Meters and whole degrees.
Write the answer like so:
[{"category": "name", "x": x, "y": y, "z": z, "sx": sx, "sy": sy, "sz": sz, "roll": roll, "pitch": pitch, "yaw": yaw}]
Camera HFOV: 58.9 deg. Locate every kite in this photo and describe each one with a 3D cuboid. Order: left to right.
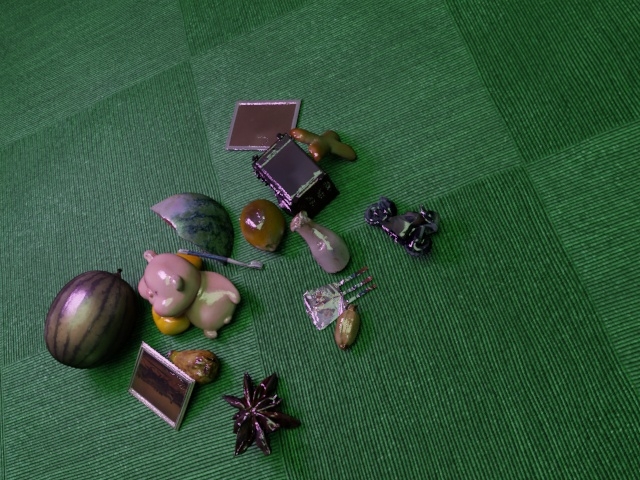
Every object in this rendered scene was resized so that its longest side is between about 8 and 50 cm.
[{"category": "kite", "x": 0.061, "y": 0.176, "z": 1.814, "sx": 0.245, "sy": 0.015, "sz": 0.141, "roll": -32, "pitch": 66, "yaw": 9}]

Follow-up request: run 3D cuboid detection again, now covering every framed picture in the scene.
[{"category": "framed picture", "x": -0.530, "y": 0.478, "z": 1.861, "sx": 0.252, "sy": 0.014, "sz": 0.197, "roll": 28, "pitch": 106, "yaw": 25}, {"category": "framed picture", "x": -0.214, "y": -0.432, "z": 2.125, "sx": 0.273, "sy": 0.016, "sz": 0.217, "roll": 5, "pitch": 72, "yaw": 20}]

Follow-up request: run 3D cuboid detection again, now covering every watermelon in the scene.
[{"category": "watermelon", "x": -0.765, "y": 0.254, "z": 1.917, "sx": 0.278, "sy": 0.279, "sz": 0.359, "roll": 21, "pitch": 77, "yaw": 24}, {"category": "watermelon", "x": -0.437, "y": -0.058, "z": 1.979, "sx": 0.176, "sy": 0.260, "sz": 0.256, "roll": -27, "pitch": 47, "yaw": 22}]

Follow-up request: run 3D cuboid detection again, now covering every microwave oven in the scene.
[{"category": "microwave oven", "x": -0.090, "y": -0.205, "z": 1.914, "sx": 0.188, "sy": 0.178, "sz": 0.247, "roll": -40, "pitch": 63, "yaw": -2}]

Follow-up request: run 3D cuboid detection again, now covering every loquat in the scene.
[{"category": "loquat", "x": -0.191, "y": -0.048, "z": 1.911, "sx": 0.152, "sy": 0.152, "sz": 0.195, "roll": -26, "pitch": 57, "yaw": 8}]

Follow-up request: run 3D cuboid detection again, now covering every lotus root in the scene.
[{"category": "lotus root", "x": -0.415, "y": 0.401, "z": 1.852, "sx": 0.190, "sy": 0.094, "sz": 0.108, "roll": 11, "pitch": 67, "yaw": 28}, {"category": "lotus root", "x": 0.083, "y": 0.265, "z": 1.749, "sx": 0.073, "sy": 0.062, "sz": 0.150, "roll": 12, "pitch": 75, "yaw": 14}]

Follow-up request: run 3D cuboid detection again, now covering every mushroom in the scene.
[{"category": "mushroom", "x": 0.000, "y": 0.000, "z": 1.830, "sx": 0.116, "sy": 0.093, "sz": 0.225, "roll": -39, "pitch": 97, "yaw": 13}]

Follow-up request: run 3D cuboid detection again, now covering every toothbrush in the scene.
[{"category": "toothbrush", "x": -0.334, "y": 0.060, "z": 1.914, "sx": 0.288, "sy": 0.024, "sz": 0.026, "roll": 11, "pitch": 66, "yaw": -7}]

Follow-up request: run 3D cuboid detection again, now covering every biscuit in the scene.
[{"category": "biscuit", "x": 0.013, "y": -0.327, "z": 1.918, "sx": 0.164, "sy": 0.207, "sz": 0.047, "roll": 46, "pitch": 124, "yaw": 27}]

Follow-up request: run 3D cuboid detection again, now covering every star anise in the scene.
[{"category": "star anise", "x": -0.195, "y": 0.526, "z": 1.720, "sx": 0.212, "sy": 0.129, "sz": 0.283, "roll": -30, "pitch": 56, "yaw": -1}]

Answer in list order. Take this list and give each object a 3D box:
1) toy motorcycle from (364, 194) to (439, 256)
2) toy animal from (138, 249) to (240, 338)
[{"category": "toy motorcycle", "x": 0.265, "y": -0.062, "z": 1.786, "sx": 0.159, "sy": 0.106, "sz": 0.270, "roll": -45, "pitch": 53, "yaw": -5}, {"category": "toy animal", "x": -0.464, "y": 0.183, "z": 1.858, "sx": 0.345, "sy": 0.247, "sz": 0.278, "roll": 33, "pitch": 84, "yaw": 25}]
